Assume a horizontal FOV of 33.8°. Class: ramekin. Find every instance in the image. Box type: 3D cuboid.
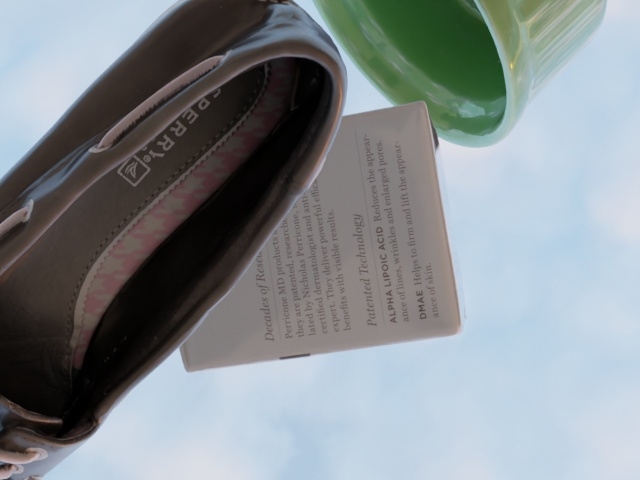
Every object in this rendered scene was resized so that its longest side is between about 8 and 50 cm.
[{"bbox_3d":[0.121,-0.250,0.984,0.148,0.303,0.303,-39,-101,-14],"label":"ramekin"}]

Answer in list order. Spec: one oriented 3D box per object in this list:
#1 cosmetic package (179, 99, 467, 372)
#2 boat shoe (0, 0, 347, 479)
[{"bbox_3d":[0.000,0.000,0.737,0.183,0.151,0.151,-10,-93,10],"label":"cosmetic package"},{"bbox_3d":[-0.115,0.024,0.472,0.112,0.095,0.335,38,-87,-30],"label":"boat shoe"}]
